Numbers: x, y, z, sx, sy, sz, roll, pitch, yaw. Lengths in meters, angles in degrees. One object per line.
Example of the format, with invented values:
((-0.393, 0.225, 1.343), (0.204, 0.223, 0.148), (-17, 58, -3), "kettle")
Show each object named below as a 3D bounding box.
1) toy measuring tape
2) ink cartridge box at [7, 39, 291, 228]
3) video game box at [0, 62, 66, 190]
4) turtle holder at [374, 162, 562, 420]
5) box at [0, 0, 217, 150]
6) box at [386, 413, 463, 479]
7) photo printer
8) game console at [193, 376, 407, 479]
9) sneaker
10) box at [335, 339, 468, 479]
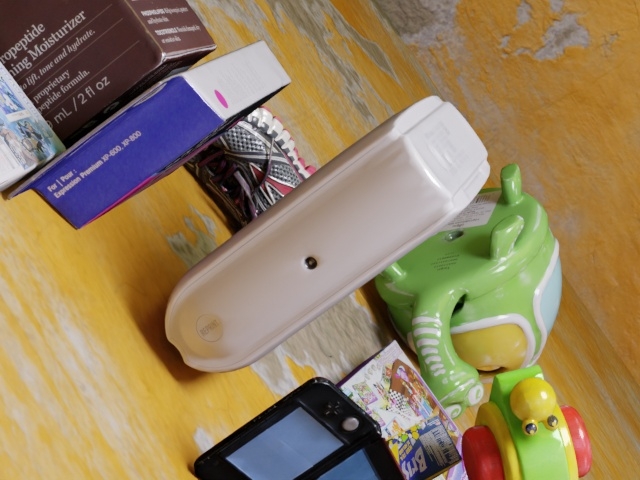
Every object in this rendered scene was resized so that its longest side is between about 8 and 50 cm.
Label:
((0.189, 0.233, 1.493), (0.330, 0.121, 0.121), (92, -23, -56), "toy measuring tape")
((-0.148, -0.102, 1.470), (0.069, 0.176, 0.371), (55, 16, -2), "ink cartridge box")
((-0.315, -0.129, 1.289), (0.205, 0.048, 0.187), (53, 18, -5), "video game box")
((0.206, 0.072, 2.009), (0.320, 0.243, 0.227), (-111, 177, -65), "turtle holder")
((-0.236, -0.206, 1.446), (0.203, 0.168, 0.167), (54, 17, -1), "box")
((0.055, 0.223, 1.475), (0.169, 0.059, 0.054), (-18, 74, -45), "box")
((0.000, 0.000, 1.441), (0.107, 0.307, 0.256), (53, 19, -2), "photo printer")
((-0.013, 0.204, 1.290), (0.124, 0.144, 0.085), (44, 18, -33), "game console")
((-0.067, -0.058, 1.735), (0.299, 0.121, 0.112), (37, 53, -25), "sneaker")
((0.086, 0.228, 1.673), (0.201, 0.057, 0.293), (54, 16, 3), "box")
